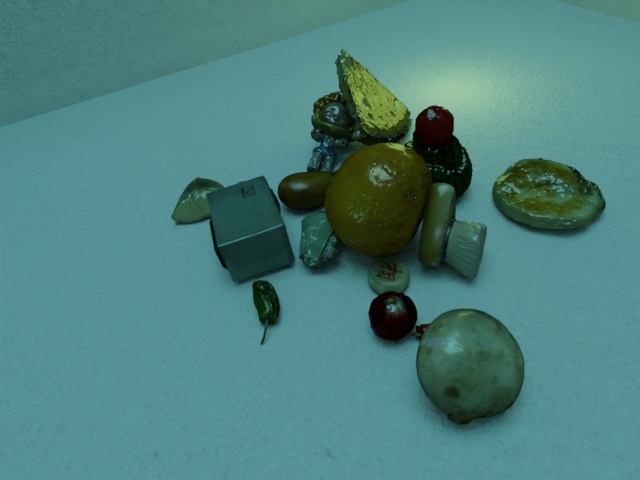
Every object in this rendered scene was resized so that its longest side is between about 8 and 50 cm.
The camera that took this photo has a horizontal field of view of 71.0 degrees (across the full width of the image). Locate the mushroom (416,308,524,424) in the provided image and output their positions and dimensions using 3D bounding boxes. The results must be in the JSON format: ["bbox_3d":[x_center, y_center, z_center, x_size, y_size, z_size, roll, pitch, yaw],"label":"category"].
[{"bbox_3d":[0.324,0.277,0.998,0.255,0.254,0.184,-32,3,-20],"label":"mushroom"}]

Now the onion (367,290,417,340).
[{"bbox_3d":[0.187,0.193,1.168,0.131,0.131,0.131,-6,43,6],"label":"onion"}]

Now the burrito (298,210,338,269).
[{"bbox_3d":[0.000,0.000,1.438,0.144,0.089,0.228,-15,40,18],"label":"burrito"}]

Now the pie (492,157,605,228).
[{"bbox_3d":[0.729,-0.149,1.443,0.340,0.077,0.338,-5,47,6],"label":"pie"}]

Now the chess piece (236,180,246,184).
[{"bbox_3d":[-0.291,-0.183,1.696,0.038,0.083,0.084,27,55,34],"label":"chess piece"}]

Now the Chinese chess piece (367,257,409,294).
[{"bbox_3d":[0.198,0.105,1.305,0.122,0.051,0.122,-7,42,6],"label":"Chinese chess piece"}]

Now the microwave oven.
[{"bbox_3d":[-0.229,-0.040,1.459,0.238,0.181,0.295,-20,43,-6],"label":"microwave oven"}]

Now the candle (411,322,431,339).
[{"bbox_3d":[0.297,0.235,1.146,0.131,0.051,0.052,-8,43,7],"label":"candle"}]

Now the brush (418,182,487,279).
[{"bbox_3d":[0.376,-0.033,1.258,0.166,0.266,0.174,12,38,25],"label":"brush"}]

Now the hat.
[{"bbox_3d":[0.386,-0.309,1.498,0.242,0.332,0.274,-37,51,-22],"label":"hat"}]

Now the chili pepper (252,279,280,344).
[{"bbox_3d":[-0.152,0.190,1.284,0.072,0.073,0.203,-6,43,-14],"label":"chili pepper"}]

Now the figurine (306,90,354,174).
[{"bbox_3d":[0.027,-0.422,1.816,0.225,0.205,0.381,30,68,8],"label":"figurine"}]

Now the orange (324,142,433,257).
[{"bbox_3d":[0.167,-0.124,1.334,0.294,0.340,0.340,24,52,15],"label":"orange"}]

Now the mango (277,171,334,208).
[{"bbox_3d":[-0.044,-0.183,1.616,0.221,0.120,0.151,-8,43,-5],"label":"mango"}]

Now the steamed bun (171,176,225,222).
[{"bbox_3d":[-0.438,-0.170,1.700,0.213,0.110,0.231,1,47,13],"label":"steamed bun"}]

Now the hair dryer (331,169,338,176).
[{"bbox_3d":[0.192,-0.248,1.632,0.236,0.091,0.272,-30,37,-18],"label":"hair dryer"}]

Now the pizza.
[{"bbox_3d":[0.199,-0.494,1.744,0.080,0.435,0.391,-34,34,41],"label":"pizza"}]
